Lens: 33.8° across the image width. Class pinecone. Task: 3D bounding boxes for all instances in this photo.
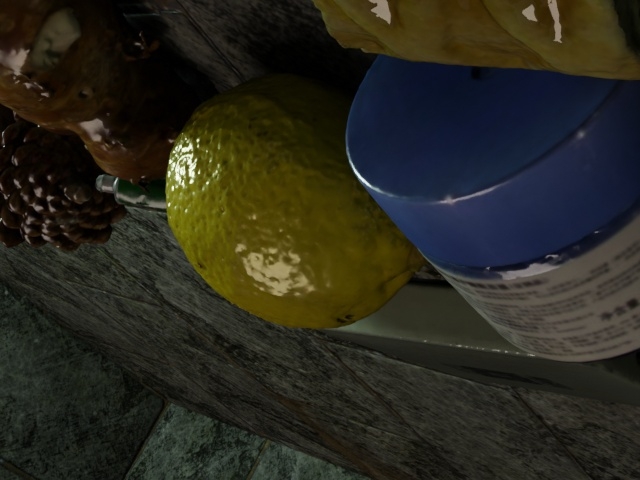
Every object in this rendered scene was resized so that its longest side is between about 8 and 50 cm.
[{"bbox_3d":[-0.414,-0.099,1.564,0.264,0.264,0.264,26,160,10],"label":"pinecone"}]

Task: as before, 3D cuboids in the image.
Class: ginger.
[{"bbox_3d":[-0.262,-0.189,1.217,0.254,0.176,0.418,25,169,18],"label":"ginger"}]

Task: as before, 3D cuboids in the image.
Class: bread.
[{"bbox_3d":[0.105,-0.214,0.624,0.252,0.196,0.238,20,163,31],"label":"bread"}]

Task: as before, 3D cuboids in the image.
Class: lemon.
[{"bbox_3d":[-0.021,-0.042,1.112,0.321,0.268,0.268,12,155,42],"label":"lemon"}]

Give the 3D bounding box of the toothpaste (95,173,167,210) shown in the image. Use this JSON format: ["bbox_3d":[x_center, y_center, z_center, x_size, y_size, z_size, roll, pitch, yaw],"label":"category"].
[{"bbox_3d":[-0.169,-0.052,1.347,0.247,0.047,0.078,12,178,11],"label":"toothpaste"}]

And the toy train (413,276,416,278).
[{"bbox_3d":[-0.004,0.006,1.415,0.307,0.126,0.189,24,160,15],"label":"toy train"}]

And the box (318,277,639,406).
[{"bbox_3d":[0.232,0.120,1.253,0.373,0.091,0.367,3,167,39],"label":"box"}]

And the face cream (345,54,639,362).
[{"bbox_3d":[0.178,-0.061,0.806,0.249,0.249,0.225,8,150,46],"label":"face cream"}]
